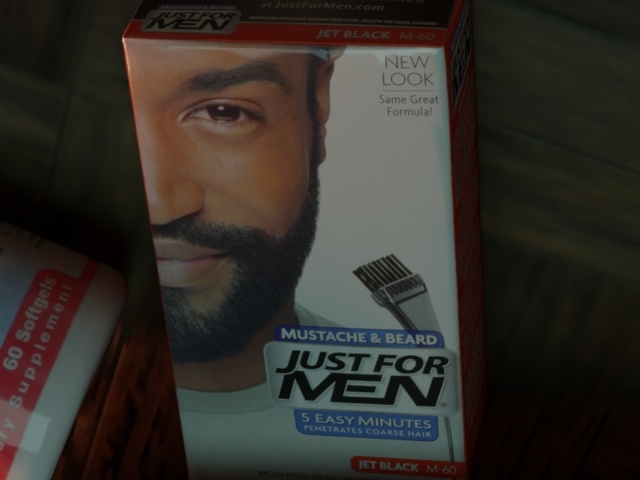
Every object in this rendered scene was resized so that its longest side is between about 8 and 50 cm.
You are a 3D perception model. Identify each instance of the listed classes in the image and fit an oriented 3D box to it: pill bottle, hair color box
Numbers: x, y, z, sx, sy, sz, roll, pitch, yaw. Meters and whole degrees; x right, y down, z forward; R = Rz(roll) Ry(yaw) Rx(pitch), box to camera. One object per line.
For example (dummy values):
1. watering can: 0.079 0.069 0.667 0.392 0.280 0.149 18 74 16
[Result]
1. pill bottle: -0.148 0.020 0.624 0.160 0.087 0.087 22 128 -4
2. hair color box: 0.000 0.000 0.598 0.093 0.053 0.167 2 125 12
